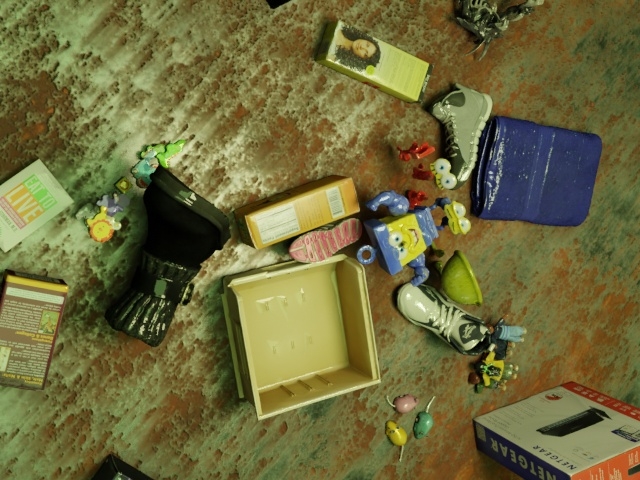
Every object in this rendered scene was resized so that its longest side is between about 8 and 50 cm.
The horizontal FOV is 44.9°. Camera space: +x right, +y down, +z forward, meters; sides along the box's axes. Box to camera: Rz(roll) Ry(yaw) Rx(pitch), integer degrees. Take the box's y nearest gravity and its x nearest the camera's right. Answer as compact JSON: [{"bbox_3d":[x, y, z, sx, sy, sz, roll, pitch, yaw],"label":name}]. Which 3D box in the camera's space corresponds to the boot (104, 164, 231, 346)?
[{"bbox_3d":[-0.271,0.042,1.304,0.131,0.348,0.260,34,78,12],"label":"boot"}]

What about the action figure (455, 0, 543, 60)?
[{"bbox_3d":[0.368,-0.521,1.613,0.164,0.141,0.275,4,93,-36],"label":"action figure"}]

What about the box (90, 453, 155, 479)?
[{"bbox_3d":[-0.388,0.560,1.428,0.184,0.103,0.261,39,80,-20],"label":"box"}]

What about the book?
[{"bbox_3d":[-0.515,-0.061,1.337,0.144,0.035,0.096,-40,106,-13],"label":"book"}]

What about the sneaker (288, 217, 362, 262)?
[{"bbox_3d":[0.000,0.000,1.542,0.170,0.075,0.063,-25,104,-31],"label":"sneaker"}]

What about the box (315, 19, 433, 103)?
[{"bbox_3d":[0.111,-0.356,1.562,0.232,0.058,0.087,17,89,-25],"label":"box"}]

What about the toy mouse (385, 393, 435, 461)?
[{"bbox_3d":[0.207,0.389,1.707,0.143,0.031,0.161,-31,107,-18],"label":"toy mouse"}]

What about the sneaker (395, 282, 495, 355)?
[{"bbox_3d":[0.278,0.173,1.646,0.235,0.153,0.094,44,77,-22],"label":"sneaker"}]

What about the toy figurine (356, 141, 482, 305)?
[{"bbox_3d":[0.165,0.007,1.557,0.217,0.191,0.362,-28,112,-17],"label":"toy figurine"}]

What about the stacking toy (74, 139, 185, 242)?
[{"bbox_3d":[-0.327,-0.090,1.340,0.221,0.167,0.052,-46,112,-13],"label":"stacking toy"}]

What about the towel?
[{"bbox_3d":[0.484,-0.151,1.748,0.308,0.076,0.227,5,101,-25],"label":"towel"}]

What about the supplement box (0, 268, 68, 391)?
[{"bbox_3d":[-0.510,0.154,1.334,0.104,0.081,0.188,14,90,-25],"label":"supplement box"}]

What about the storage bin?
[{"bbox_3d":[-0.040,0.177,1.523,0.262,0.123,0.260,-13,101,-22],"label":"storage bin"}]

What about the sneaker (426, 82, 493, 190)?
[{"bbox_3d":[0.271,-0.229,1.642,0.132,0.086,0.228,24,76,-20],"label":"sneaker"}]

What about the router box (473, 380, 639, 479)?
[{"bbox_3d":[0.557,0.436,1.700,0.301,0.335,0.082,-14,103,-22],"label":"router box"}]

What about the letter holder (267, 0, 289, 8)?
[{"bbox_3d":[0.001,-0.553,1.355,0.214,0.302,0.152,-43,110,-14],"label":"letter holder"}]

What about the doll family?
[{"bbox_3d":[0.395,0.258,1.756,0.111,0.076,0.192,12,86,-20],"label":"doll family"}]

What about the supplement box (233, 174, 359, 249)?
[{"bbox_3d":[-0.045,-0.058,1.518,0.233,0.078,0.080,-19,106,-20],"label":"supplement box"}]
